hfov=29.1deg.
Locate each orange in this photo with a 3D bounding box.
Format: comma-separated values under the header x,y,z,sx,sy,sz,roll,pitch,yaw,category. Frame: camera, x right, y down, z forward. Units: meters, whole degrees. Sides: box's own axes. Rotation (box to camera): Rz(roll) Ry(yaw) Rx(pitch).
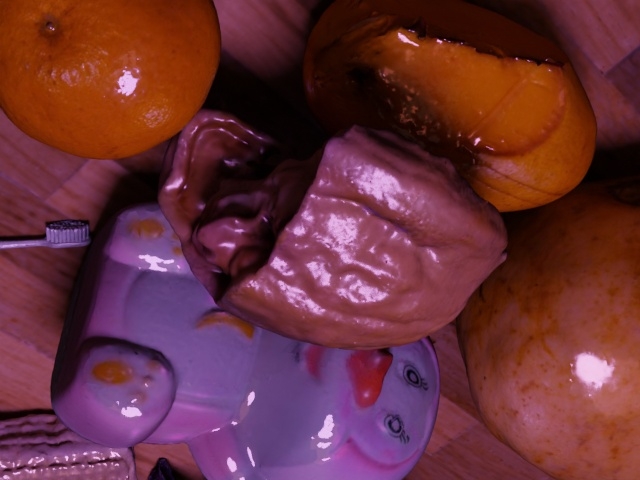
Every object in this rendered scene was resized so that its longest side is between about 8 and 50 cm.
x,y,z,sx,sy,sz,roll,pitch,yaw,category
-0.138,-0.130,0.796,0.159,0.159,0.136,-37,169,17,orange

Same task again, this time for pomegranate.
x,y,z,sx,sy,sz,roll,pitch,yaw,category
0.238,0.076,0.997,0.260,0.260,0.260,-7,130,-9,pomegranate

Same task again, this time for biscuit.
x,y,z,sx,sy,sz,roll,pitch,yaw,category
-0.242,0.342,1.171,0.143,0.078,0.426,-3,123,-12,biscuit

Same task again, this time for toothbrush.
x,y,z,sx,sy,sz,roll,pitch,yaw,category
-0.287,0.003,0.945,0.219,0.016,0.019,-4,128,-11,toothbrush

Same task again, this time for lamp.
x,y,z,sx,sy,sz,roll,pitch,yaw,category
-0.060,0.112,0.991,0.301,0.247,0.247,18,153,-19,lamp

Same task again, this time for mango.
x,y,z,sx,sy,sz,roll,pitch,yaw,category
0.101,-0.096,0.892,0.252,0.126,0.154,24,117,-32,mango

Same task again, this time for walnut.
x,y,z,sx,sy,sz,roll,pitch,yaw,category
0.004,0.004,0.831,0.204,0.238,0.141,36,76,-40,walnut

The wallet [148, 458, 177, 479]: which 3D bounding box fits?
x,y,z,sx,sy,sz,roll,pitch,yaw,category
-0.143,0.302,1.174,0.030,0.111,0.166,-14,135,-36,wallet
